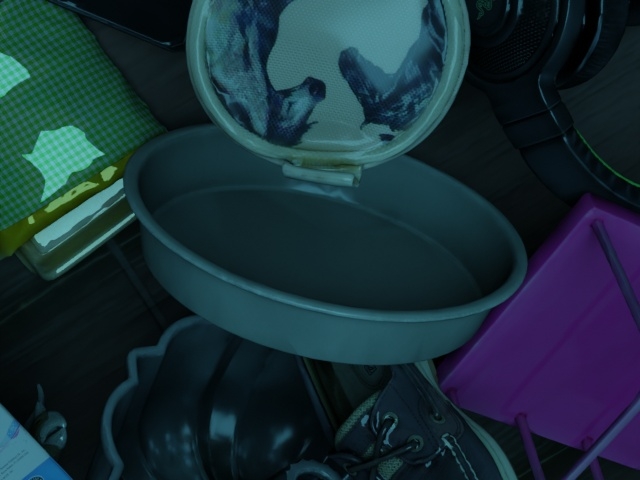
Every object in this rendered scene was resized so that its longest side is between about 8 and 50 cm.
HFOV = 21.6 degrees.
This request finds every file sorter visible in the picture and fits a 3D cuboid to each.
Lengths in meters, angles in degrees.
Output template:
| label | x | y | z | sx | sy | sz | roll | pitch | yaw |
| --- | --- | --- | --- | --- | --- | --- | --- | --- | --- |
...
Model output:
| label | x | y | z | sx | sy | sz | roll | pitch | yaw |
| --- | --- | --- | --- | --- | --- | --- | --- | --- | --- |
| file sorter | 0.266 | 0.139 | 1.212 | 0.291 | 0.182 | 0.202 | 21 | 123 | -27 |

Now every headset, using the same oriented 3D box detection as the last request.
| label | x | y | z | sx | sy | sz | roll | pitch | yaw |
| --- | --- | --- | --- | --- | --- | --- | --- | --- | --- |
| headset | 0.202 | -0.205 | 1.200 | 0.243 | 0.185 | 0.394 | -38 | 103 | -37 |

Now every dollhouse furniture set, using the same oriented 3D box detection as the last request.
| label | x | y | z | sx | sy | sz | roll | pitch | yaw |
| --- | --- | --- | --- | --- | --- | --- | --- | --- | --- |
| dollhouse furniture set | -0.261 | -0.037 | 1.212 | 0.301 | 0.151 | 0.197 | -37 | 99 | -2 |

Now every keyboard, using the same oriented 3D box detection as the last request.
| label | x | y | z | sx | sy | sz | roll | pitch | yaw |
| --- | --- | --- | --- | --- | --- | --- | --- | --- | --- |
| keyboard | -0.172 | -0.218 | 1.261 | 0.180 | 0.023 | 0.108 | 22 | 73 | -13 |

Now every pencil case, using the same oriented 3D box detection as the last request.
| label | x | y | z | sx | sy | sz | roll | pitch | yaw |
| --- | --- | --- | --- | --- | --- | --- | --- | --- | --- |
| pencil case | 0.006 | -0.144 | 1.106 | 0.160 | 0.410 | 0.183 | -5 | 101 | 2 |

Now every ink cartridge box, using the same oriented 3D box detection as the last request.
| label | x | y | z | sx | sy | sz | roll | pitch | yaw |
| --- | --- | --- | --- | --- | --- | --- | --- | --- | --- |
| ink cartridge box | -0.234 | 0.161 | 1.135 | 0.088 | 0.052 | 0.122 | -40 | 67 | -18 |

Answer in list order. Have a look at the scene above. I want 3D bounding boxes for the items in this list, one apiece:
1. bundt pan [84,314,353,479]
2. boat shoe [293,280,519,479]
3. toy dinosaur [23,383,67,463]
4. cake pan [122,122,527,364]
| label | x | y | z | sx | sy | sz | roll | pitch | yaw |
| --- | --- | --- | --- | --- | --- | --- | --- | --- | --- |
| bundt pan | -0.028 | 0.213 | 1.214 | 0.331 | 0.331 | 0.124 | 28 | 129 | -9 |
| boat shoe | 0.049 | 0.135 | 1.165 | 0.092 | 0.285 | 0.103 | 13 | 127 | -41 |
| toy dinosaur | -0.275 | 0.259 | 1.179 | 0.313 | 0.160 | 0.121 | -38 | 141 | -12 |
| cake pan | 0.000 | 0.000 | 1.197 | 0.293 | 0.293 | 0.054 | 10 | 116 | -8 |
